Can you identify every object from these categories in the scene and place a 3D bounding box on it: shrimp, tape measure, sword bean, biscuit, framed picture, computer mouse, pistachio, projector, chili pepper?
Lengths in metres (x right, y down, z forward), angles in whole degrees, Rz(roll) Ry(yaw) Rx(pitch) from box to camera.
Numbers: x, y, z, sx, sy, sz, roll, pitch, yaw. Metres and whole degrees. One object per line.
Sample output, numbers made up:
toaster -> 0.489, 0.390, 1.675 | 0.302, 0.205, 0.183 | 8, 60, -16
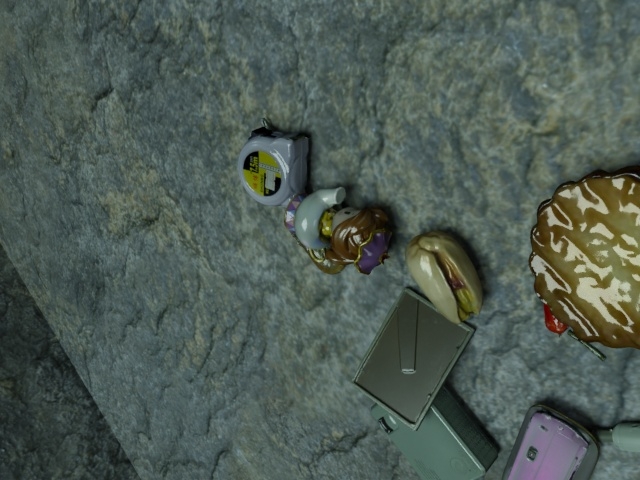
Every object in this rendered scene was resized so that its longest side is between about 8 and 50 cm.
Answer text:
shrimp -> -0.001, 0.000, 1.594 | 0.178, 0.034, 0.124 | 51, 131, 10
tape measure -> -0.108, -0.179, 1.565 | 0.178, 0.105, 0.196 | 22, 124, 25
sword bean -> 0.505, 0.199, 1.245 | 0.083, 0.012, 0.012 | 40, 131, 23
biscuit -> 0.510, 0.028, 1.097 | 0.325, 0.107, 0.326 | 19, 124, 32
framed picture -> 0.198, 0.258, 1.443 | 0.189, 0.023, 0.260 | 30, 93, 28
computer mouse -> 0.468, 0.470, 1.358 | 0.158, 0.071, 0.311 | 29, 127, 31
pistachio -> 0.256, 0.071, 1.345 | 0.201, 0.117, 0.145 | 54, 173, -1
projector -> 0.260, 0.438, 1.514 | 0.257, 0.099, 0.192 | 51, 133, 11
chili pepper -> 0.445, 0.107, 1.245 | 0.045, 0.027, 0.178 | 6, 111, 41

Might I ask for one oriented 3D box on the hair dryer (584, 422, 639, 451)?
hair dryer -> 0.632, 0.364, 1.165 | 0.357, 0.107, 0.173 | -14, 99, 54

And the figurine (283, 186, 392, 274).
figurine -> 0.047, -0.024, 1.462 | 0.263, 0.142, 0.190 | 22, 119, 36
